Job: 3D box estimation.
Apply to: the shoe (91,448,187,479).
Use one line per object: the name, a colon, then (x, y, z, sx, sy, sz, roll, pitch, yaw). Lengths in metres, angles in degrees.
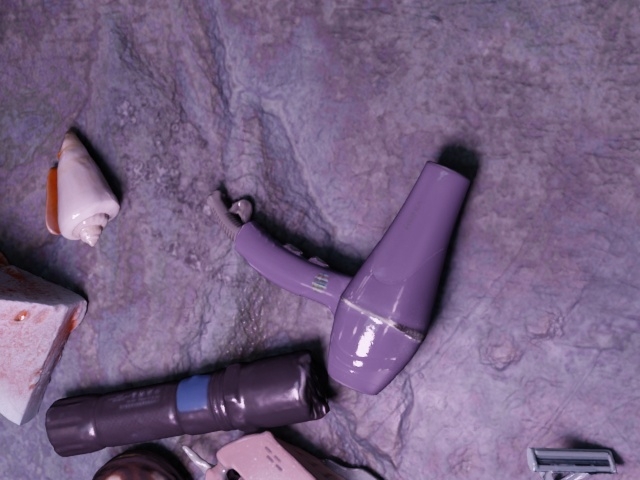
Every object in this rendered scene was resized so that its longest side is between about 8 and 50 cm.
shoe: (-0.233, 0.479, 1.659, 0.171, 0.237, 0.384, -24, 85, 21)

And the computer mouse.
computer mouse: (-0.028, 0.373, 1.633, 0.389, 0.115, 0.199, 32, 101, 11)

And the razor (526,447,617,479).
razor: (0.287, 0.388, 1.556, 0.111, 0.056, 0.277, 4, 103, -15)

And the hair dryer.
hair dryer: (0.000, 0.000, 1.621, 0.361, 0.121, 0.301, 25, 93, 23)

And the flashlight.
flashlight: (-0.191, 0.231, 1.704, 0.424, 0.103, 0.103, -13, 89, 22)

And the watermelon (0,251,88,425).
watermelon: (-0.439, 0.088, 1.744, 0.214, 0.289, 0.319, -15, 73, -8)

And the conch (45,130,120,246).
conch: (-0.346, -0.068, 1.747, 0.176, 0.094, 0.104, 58, 149, 13)
